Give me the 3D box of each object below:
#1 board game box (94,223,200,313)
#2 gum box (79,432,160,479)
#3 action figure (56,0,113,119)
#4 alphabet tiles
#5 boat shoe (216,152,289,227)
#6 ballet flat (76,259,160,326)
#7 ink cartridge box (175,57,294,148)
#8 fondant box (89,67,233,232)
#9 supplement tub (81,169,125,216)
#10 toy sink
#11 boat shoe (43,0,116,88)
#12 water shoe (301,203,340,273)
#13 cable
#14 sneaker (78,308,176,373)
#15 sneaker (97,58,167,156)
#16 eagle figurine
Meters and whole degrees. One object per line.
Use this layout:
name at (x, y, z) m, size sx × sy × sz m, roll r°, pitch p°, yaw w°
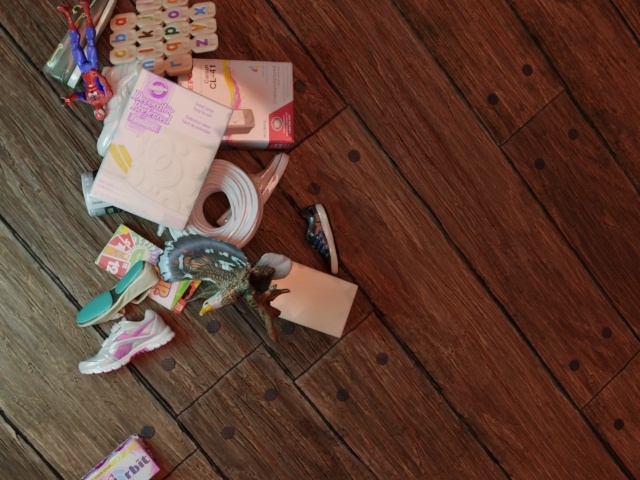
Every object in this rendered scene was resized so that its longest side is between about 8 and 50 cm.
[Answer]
board game box at (-0.450, 0.078, 1.802) m, size 0.259 × 0.039 × 0.124 m, roll 35°, pitch 82°, yaw -14°
gum box at (-0.514, 0.602, 1.758) m, size 0.188 × 0.062 × 0.107 m, roll -40°, pitch 98°, yaw -12°
action figure at (-0.576, -0.427, 1.640) m, size 0.091 × 0.139 × 0.280 m, roll -10°, pitch 105°, yaw 6°
alphabet tiles at (-0.403, -0.532, 1.752) m, size 0.277 × 0.021 × 0.284 m, roll -9°, pitch 62°, yaw -1°
boat shoe at (-0.185, -0.137, 1.844) m, size 0.088 × 0.096 × 0.267 m, roll 34°, pitch 92°, yaw -12°
ballet flat at (-0.513, 0.153, 1.749) m, size 0.248 × 0.086 × 0.086 m, roll -39°, pitch 98°, yaw 8°
ink cartridge box at (-0.230, -0.359, 1.816) m, size 0.306 × 0.131 × 0.226 m, roll -1°, pitch 89°, yaw -15°
fondant box at (-0.388, -0.216, 1.661) m, size 0.238 × 0.096 × 0.330 m, roll 23°, pitch 89°, yaw -16°
supplement tub at (-0.506, -0.133, 1.748) m, size 0.190 × 0.117 × 0.117 m, roll -11°, pitch 91°, yaw -13°
toy sink at (-0.043, 0.152, 1.852) m, size 0.234 × 0.131 × 0.153 m, roll 20°, pitch 84°, yaw -16°
boat shoe at (-0.604, -0.544, 1.737) m, size 0.091 × 0.109 × 0.305 m, roll 25°, pitch 87°, yaw -17°
water shoe at (0.000, 0.000, 1.908) m, size 0.080 × 0.073 × 0.203 m, roll -14°, pitch 88°, yaw 8°
cable at (-0.273, -0.080, 1.769) m, size 0.257 × 0.089 × 0.257 m, roll 17°, pitch 89°, yaw 15°
sneaker at (-0.509, 0.260, 1.755) m, size 0.252 × 0.103 × 0.111 m, roll -27°, pitch 91°, yaw -20°
sneaker at (-0.517, -0.362, 1.772) m, size 0.152 × 0.114 × 0.305 m, roll 24°, pitch 83°, yaw 7°
eagle figurine at (-0.237, 0.107, 1.693) m, size 0.225 × 0.298 × 0.226 m, roll -6°, pitch 114°, yaw -49°
